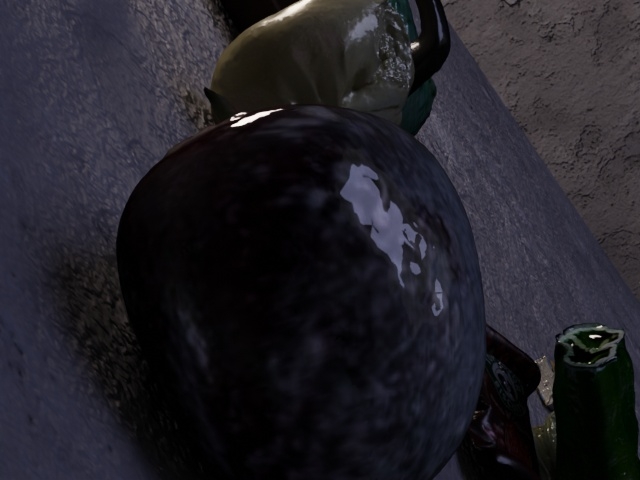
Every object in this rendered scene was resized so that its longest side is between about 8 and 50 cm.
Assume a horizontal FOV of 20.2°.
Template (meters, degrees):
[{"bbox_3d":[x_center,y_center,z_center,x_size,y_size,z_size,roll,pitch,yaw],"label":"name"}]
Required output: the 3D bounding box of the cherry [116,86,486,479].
[{"bbox_3d":[-0.010,0.032,1.121,0.255,0.218,0.296,22,51,-75],"label":"cherry"}]

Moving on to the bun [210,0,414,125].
[{"bbox_3d":[0.005,-0.125,1.564,0.178,0.193,0.128,19,40,-53],"label":"bun"}]

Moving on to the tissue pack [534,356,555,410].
[{"bbox_3d":[0.295,0.184,2.253,0.083,0.035,0.063,32,29,-60],"label":"tissue pack"}]

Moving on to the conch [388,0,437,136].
[{"bbox_3d":[0.029,-0.206,1.972,0.202,0.196,0.134,38,26,16],"label":"conch"}]

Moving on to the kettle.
[{"bbox_3d":[0.017,-0.225,1.830,0.232,0.202,0.144,61,6,21],"label":"kettle"}]

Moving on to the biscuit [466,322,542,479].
[{"bbox_3d":[0.179,0.176,1.784,0.151,0.063,0.235,48,24,-36],"label":"biscuit"}]

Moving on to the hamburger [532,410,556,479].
[{"bbox_3d":[0.269,0.253,1.947,0.140,0.062,0.133,62,12,26],"label":"hamburger"}]

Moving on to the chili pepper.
[{"bbox_3d":[0.285,0.231,1.821,0.136,0.099,0.270,-123,-153,-76],"label":"chili pepper"}]
